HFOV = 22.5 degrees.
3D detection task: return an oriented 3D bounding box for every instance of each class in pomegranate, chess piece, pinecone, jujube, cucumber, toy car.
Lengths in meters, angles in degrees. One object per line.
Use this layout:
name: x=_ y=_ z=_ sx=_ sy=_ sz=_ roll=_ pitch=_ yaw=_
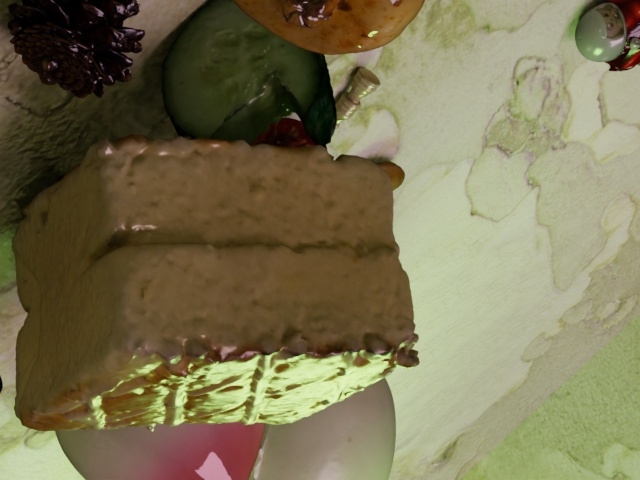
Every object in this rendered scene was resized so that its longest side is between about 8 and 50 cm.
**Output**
pomegranate: x=0.006 y=-0.304 z=1.641 sx=0.248 sy=0.248 sz=0.248 roll=-33 pitch=154 yaw=-19
chess piece: x=0.039 y=-0.182 z=2.124 sx=0.035 sy=0.035 sz=0.092 roll=-4 pitch=139 yaw=-53
pinecone: x=-0.233 y=-0.209 z=1.574 sx=0.140 sy=0.140 sz=0.121 roll=68 pitch=44 yaw=-64
jujube: x=-0.042 y=-0.086 z=2.073 sx=0.112 sy=0.109 sz=0.176 roll=-6 pitch=156 yaw=3
cucumber: x=-0.081 y=-0.180 z=1.803 sx=0.191 sy=0.191 sz=0.130 roll=-38 pitch=154 yaw=-9
toy car: x=0.437 y=-0.310 z=2.433 sx=0.112 sy=0.112 sz=0.139 roll=-13 pitch=155 yaw=-22

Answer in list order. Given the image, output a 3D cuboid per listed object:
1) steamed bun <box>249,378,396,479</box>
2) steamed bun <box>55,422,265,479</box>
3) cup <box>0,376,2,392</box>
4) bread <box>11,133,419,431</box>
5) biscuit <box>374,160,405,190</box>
steamed bun: x=-0.042 y=0.316 z=2.456 sx=0.334 sy=0.334 sz=0.374 roll=6 pitch=97 yaw=-59
steamed bun: x=-0.195 y=0.244 z=2.168 sx=0.309 sy=0.309 sz=0.309 roll=-33 pitch=154 yaw=-19
cup: x=-0.462 y=0.189 z=1.928 sx=0.113 sy=0.150 sz=0.138 roll=29 pitch=109 yaw=-28
bread: x=-0.129 y=0.056 z=1.795 sx=0.371 sy=0.279 sz=0.390 roll=-1 pitch=166 yaw=-28
biscuit: x=-0.001 y=-0.001 z=2.344 sx=0.299 sy=0.045 sz=0.154 roll=-52 pitch=152 yaw=19
